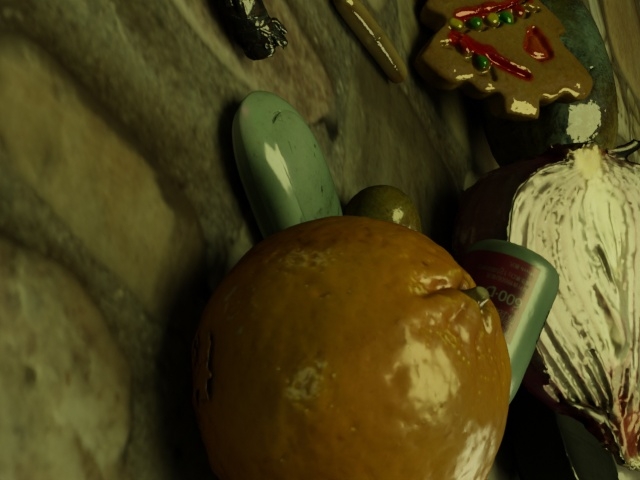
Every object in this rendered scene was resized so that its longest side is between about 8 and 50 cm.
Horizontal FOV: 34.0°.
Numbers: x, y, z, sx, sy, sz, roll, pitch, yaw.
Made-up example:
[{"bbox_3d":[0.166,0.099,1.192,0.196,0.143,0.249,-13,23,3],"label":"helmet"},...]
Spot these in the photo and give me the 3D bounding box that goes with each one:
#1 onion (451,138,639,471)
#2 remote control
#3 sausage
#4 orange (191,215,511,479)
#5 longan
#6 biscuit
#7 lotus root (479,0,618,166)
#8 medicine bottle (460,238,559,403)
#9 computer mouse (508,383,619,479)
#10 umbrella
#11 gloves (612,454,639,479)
[{"bbox_3d":[0.254,0.075,1.122,0.267,0.159,0.348,-2,85,-30],"label":"onion"},{"bbox_3d":[-0.002,0.001,0.793,0.256,0.045,0.097,66,31,-33],"label":"remote control"},{"bbox_3d":[0.048,-0.187,0.964,0.132,0.024,0.024,43,46,-53],"label":"sausage"},{"bbox_3d":[0.023,0.090,0.667,0.219,0.193,0.219,20,62,-41],"label":"orange"},{"bbox_3d":[0.054,-0.008,0.864,0.075,0.083,0.075,-5,104,-22],"label":"longan"},{"bbox_3d":[0.190,-0.233,1.132,0.212,0.041,0.238,2,63,-21],"label":"biscuit"},{"bbox_3d":[0.264,-0.216,1.252,0.140,0.158,0.322,67,18,-65],"label":"lotus root"},{"bbox_3d":[0.134,0.110,0.927,0.090,0.090,0.216,49,61,-47],"label":"medicine bottle"},{"bbox_3d":[0.265,0.211,1.218,0.168,0.087,0.295,33,41,-48],"label":"computer mouse"},{"bbox_3d":[-0.067,-0.186,0.725,0.144,0.040,0.037,56,45,-39],"label":"umbrella"},{"bbox_3d":[0.368,0.302,1.384,0.142,0.119,0.285,22,62,-25],"label":"gloves"}]
